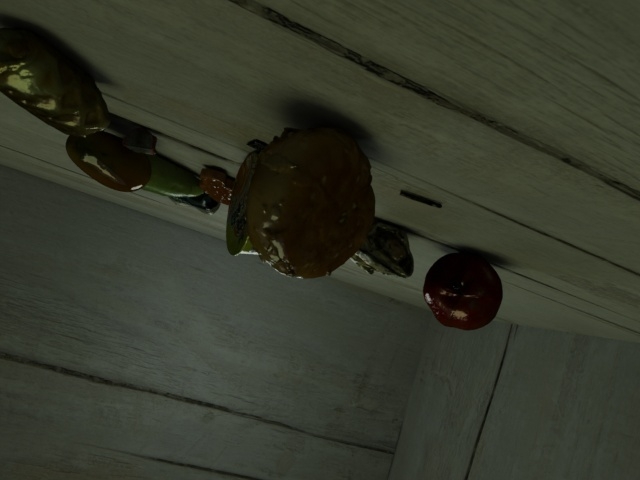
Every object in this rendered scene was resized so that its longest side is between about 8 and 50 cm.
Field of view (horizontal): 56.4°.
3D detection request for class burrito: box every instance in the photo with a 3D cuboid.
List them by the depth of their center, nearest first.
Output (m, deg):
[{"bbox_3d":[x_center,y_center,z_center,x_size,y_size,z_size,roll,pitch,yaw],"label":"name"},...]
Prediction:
[{"bbox_3d":[0.169,0.024,1.915,0.190,0.135,0.332,28,172,-15],"label":"burrito"}]

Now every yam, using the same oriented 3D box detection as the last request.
[{"bbox_3d":[0.236,-0.096,1.404,0.107,0.014,0.014,18,172,-6],"label":"yam"}]

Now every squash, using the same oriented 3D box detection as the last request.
[{"bbox_3d":[-0.497,-0.197,1.865,0.118,0.118,0.371,10,172,38],"label":"squash"}]

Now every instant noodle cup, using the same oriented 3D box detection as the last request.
[{"bbox_3d":[-0.103,-0.072,1.488,0.200,0.264,0.264,12,174,-22],"label":"instant noodle cup"}]

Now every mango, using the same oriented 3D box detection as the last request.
[{"bbox_3d":[-0.573,-0.222,1.606,0.176,0.139,0.254,11,165,36],"label":"mango"}]

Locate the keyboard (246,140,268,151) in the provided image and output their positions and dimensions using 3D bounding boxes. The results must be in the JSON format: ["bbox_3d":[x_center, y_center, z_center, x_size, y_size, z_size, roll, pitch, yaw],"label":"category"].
[{"bbox_3d":[-0.077,-0.192,1.409,0.198,0.010,0.064,21,173,-26],"label":"keyboard"}]

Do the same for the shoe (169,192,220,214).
[{"bbox_3d":[-0.451,-0.169,2.107,0.207,0.091,0.106,19,150,12],"label":"shoe"}]

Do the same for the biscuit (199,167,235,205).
[{"bbox_3d":[-0.286,-0.162,1.901,0.202,0.047,0.334,19,169,-8],"label":"biscuit"}]

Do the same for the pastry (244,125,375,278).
[{"bbox_3d":[-0.032,-0.080,1.147,0.184,0.284,0.315,31,157,36],"label":"pastry"}]

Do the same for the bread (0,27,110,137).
[{"bbox_3d":[-0.537,-0.309,1.163,0.152,0.129,0.267,19,172,17],"label":"bread"}]

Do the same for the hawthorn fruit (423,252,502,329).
[{"bbox_3d":[0.435,0.160,1.849,0.254,0.253,0.300,14,-177,20],"label":"hawthorn fruit"}]

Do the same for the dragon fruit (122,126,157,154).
[{"bbox_3d":[-0.466,-0.261,1.558,0.083,0.060,0.056,7,173,1],"label":"dragon fruit"}]
